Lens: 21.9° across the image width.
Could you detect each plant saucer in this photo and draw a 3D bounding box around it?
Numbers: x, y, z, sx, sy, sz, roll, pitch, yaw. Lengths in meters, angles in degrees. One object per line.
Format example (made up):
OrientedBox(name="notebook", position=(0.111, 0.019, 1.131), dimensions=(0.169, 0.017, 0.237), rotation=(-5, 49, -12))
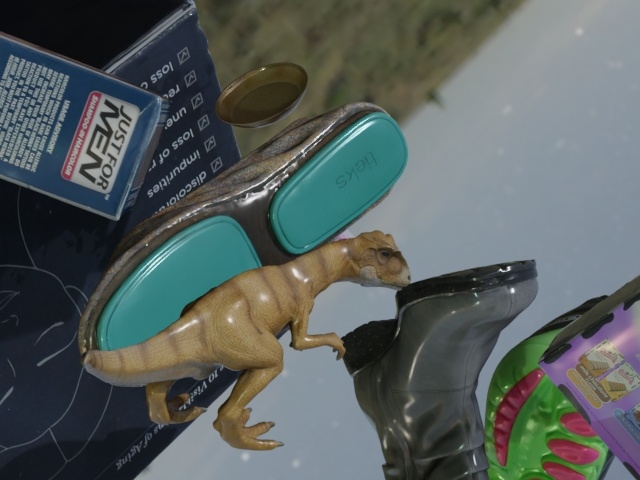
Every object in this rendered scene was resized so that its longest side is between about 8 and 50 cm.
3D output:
OrientedBox(name="plant saucer", position=(-0.047, -0.118, 1.378), dimensions=(0.083, 0.015, 0.083), rotation=(-16, -143, 12))

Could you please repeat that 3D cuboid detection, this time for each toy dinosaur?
OrientedBox(name="toy dinosaur", position=(-0.050, 0.045, 0.734), dimensions=(0.211, 0.064, 0.112), rotation=(-25, 139, -43))

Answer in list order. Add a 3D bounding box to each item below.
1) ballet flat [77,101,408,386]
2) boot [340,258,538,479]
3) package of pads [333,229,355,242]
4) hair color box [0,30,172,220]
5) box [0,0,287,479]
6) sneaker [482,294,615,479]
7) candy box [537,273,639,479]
OrientedBox(name="ballet flat", position=(-0.067, 0.002, 1.184), dimensions=(0.316, 0.107, 0.106), rotation=(-34, -155, -34))
OrientedBox(name="boot", position=(0.127, 0.155, 1.482), dimensions=(0.118, 0.222, 0.338), rotation=(-8, 165, -18))
OrientedBox(name="package of pads", position=(0.000, 0.000, 1.523), dimensions=(0.050, 0.083, 0.032), rotation=(-36, -150, 16))
OrientedBox(name="hair color box", position=(-0.298, -0.127, 1.306), dimensions=(0.174, 0.347, 0.105), rotation=(-117, -132, -85))
OrientedBox(name="box", position=(-0.323, 0.029, 1.688), dimensions=(0.480, 0.297, 0.471), rotation=(-43, 139, -26))
OrientedBox(name="sneaker", position=(0.253, 0.237, 1.820), dimensions=(0.202, 0.185, 0.483), rotation=(-41, 164, -34))
OrientedBox(name="candy box", position=(0.297, 0.093, 1.265), dimensions=(0.196, 0.165, 0.070), rotation=(-40, -179, 30))
